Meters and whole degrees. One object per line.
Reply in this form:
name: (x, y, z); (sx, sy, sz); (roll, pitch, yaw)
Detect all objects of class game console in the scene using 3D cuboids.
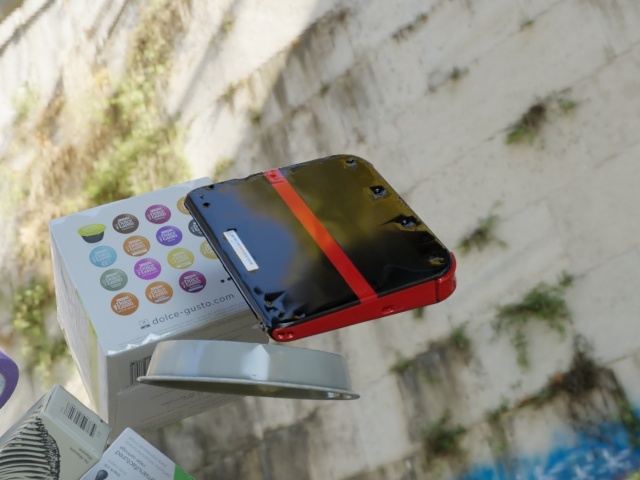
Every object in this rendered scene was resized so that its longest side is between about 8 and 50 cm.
game console: (0.000, 0.000, 1.751); (0.342, 0.386, 0.060); (-16, -49, -21)

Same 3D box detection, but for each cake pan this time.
cake pan: (-0.092, 0.172, 1.430); (0.293, 0.054, 0.293); (4, -11, 1)

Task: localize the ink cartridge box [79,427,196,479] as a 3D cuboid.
ink cartridge box: (-0.317, 0.473, 1.682); (0.289, 0.211, 0.121); (-49, -7, -39)

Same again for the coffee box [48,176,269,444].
coffee box: (-0.319, 0.135, 2.147); (0.337, 0.334, 0.338); (-17, -33, -21)

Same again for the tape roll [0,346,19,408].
tape roll: (-0.668, 0.270, 2.042); (0.189, 0.080, 0.189); (-37, -28, -24)

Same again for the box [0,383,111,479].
box: (-0.431, 0.338, 1.541); (0.113, 0.094, 0.275); (42, -76, -14)
